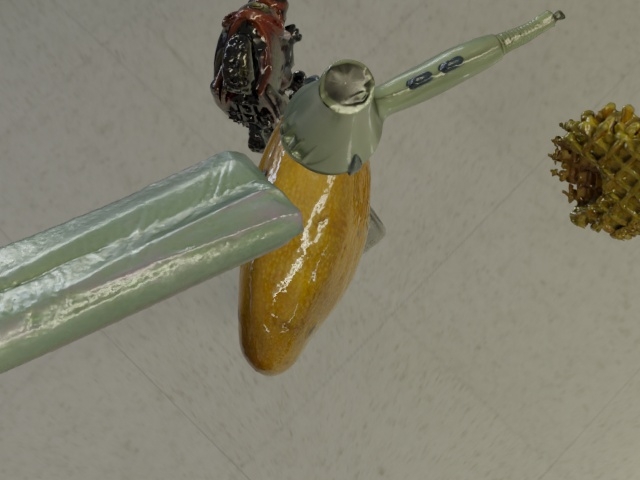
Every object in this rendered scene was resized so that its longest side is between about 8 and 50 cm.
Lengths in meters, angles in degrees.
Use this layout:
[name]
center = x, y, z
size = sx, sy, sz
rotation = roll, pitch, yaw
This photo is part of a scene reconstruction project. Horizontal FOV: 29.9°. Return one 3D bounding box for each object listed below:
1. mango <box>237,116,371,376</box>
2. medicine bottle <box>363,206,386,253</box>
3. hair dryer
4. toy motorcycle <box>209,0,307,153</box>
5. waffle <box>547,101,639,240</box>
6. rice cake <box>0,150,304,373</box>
[mango]
center = -0.012, -0.005, 1.097
size = 0.108, 0.157, 0.262
rotation = 6, 71, 5
[medicine bottle]
center = 0.000, 0.000, 1.689
size = 0.168, 0.105, 0.105
rotation = -37, 77, 5
[hair dryer]
center = 0.063, -0.100, 0.727
size = 0.199, 0.167, 0.067
rotation = -26, 89, 8
[toy motorcycle]
center = -0.087, -0.244, 1.830
size = 0.134, 0.401, 0.207
rotation = 7, 70, 10
[waffle]
center = 0.390, -0.082, 1.565
size = 0.070, 0.197, 0.193
rotation = -44, 107, -37
[rice cake]
center = -0.122, 0.016, 0.667
size = 0.221, 0.042, 0.080
rotation = -24, 45, -19
